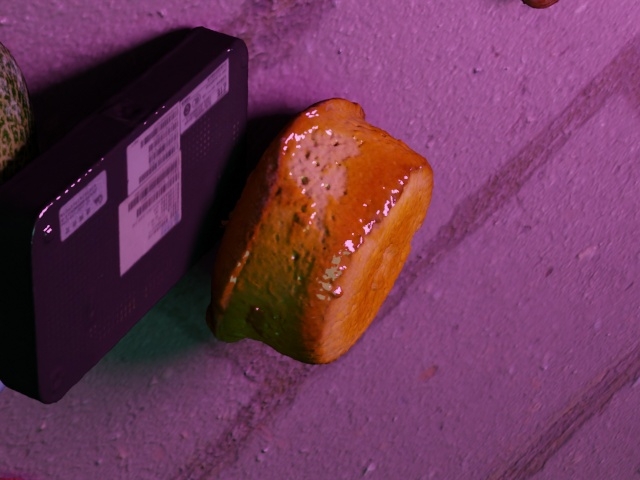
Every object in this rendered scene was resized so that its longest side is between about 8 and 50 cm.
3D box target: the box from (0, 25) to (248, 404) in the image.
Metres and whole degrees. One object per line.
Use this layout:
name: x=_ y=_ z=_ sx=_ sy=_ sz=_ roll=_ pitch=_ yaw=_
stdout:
box: x=-0.169 y=-0.028 z=1.749 sx=0.350 sy=0.058 sz=0.211 roll=-48 pitch=148 yaw=-45

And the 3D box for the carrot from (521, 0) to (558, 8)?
carrot: x=0.172 y=-0.307 z=1.909 sx=0.059 sy=0.059 sz=0.248 roll=-43 pitch=134 yaw=0

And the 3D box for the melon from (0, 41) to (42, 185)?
melon: x=-0.379 y=-0.073 z=1.612 sx=0.343 sy=0.331 sz=0.226 roll=-16 pitch=175 yaw=-27

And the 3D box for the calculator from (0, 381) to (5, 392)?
calculator: x=-0.355 y=0.094 z=1.845 sx=0.210 sy=0.039 sz=0.121 roll=21 pitch=110 yaw=-44

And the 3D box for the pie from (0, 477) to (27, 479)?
pie: x=-0.338 y=0.322 z=2.027 sx=0.182 sy=0.049 sz=0.182 roll=-20 pitch=131 yaw=-25

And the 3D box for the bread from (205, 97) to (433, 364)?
bread: x=0.000 y=0.000 z=1.919 sx=0.268 sy=0.146 sz=0.268 roll=-53 pitch=162 yaw=-26
